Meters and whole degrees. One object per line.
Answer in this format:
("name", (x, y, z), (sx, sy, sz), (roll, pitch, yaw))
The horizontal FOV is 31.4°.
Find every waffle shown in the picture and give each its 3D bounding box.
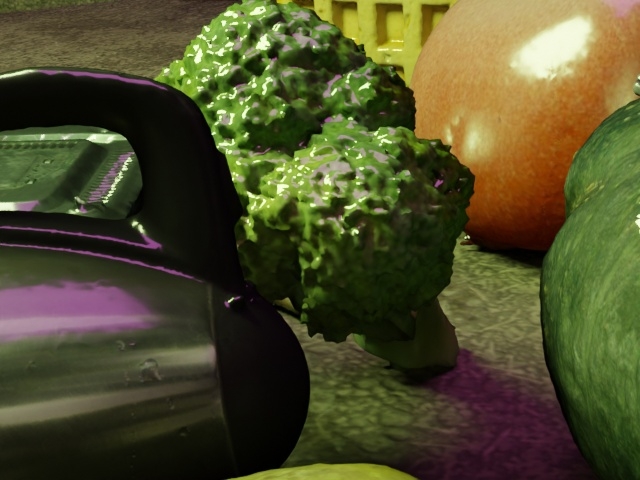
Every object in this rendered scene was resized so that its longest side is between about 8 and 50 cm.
("waffle", (0.064, -0.187, 1.289), (0.248, 0.221, 0.055), (7, 23, 25))

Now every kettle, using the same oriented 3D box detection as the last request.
("kettle", (-0.142, 0.068, 0.582), (0.271, 0.250, 0.207), (-8, -23, 0))

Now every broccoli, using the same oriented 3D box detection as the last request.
("broccoli", (-0.030, -0.012, 0.738), (0.186, 0.302, 0.254), (-40, 72, -20))

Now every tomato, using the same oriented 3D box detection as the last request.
("tomato", (0.245, -0.145, 1.059), (0.341, 0.272, 0.341), (-7, 18, 2))

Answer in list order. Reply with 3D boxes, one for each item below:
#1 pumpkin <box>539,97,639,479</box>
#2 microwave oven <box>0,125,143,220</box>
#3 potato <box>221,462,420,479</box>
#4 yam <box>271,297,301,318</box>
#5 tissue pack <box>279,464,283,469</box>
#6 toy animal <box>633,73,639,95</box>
("pumpkin", (0.267, 0.048, 0.584), (0.292, 0.257, 0.327), (-8, 28, -6))
("microwave oven", (-0.216, 0.026, 0.814), (0.238, 0.181, 0.295), (-3, 20, 2))
("potato", (-0.040, 0.171, 0.446), (0.197, 0.148, 0.228), (-28, -11, 38))
("yam", (-0.027, 0.054, 0.951), (0.014, 0.014, 0.107), (-17, 25, -33))
("tissue pack", (-0.070, 0.144, 0.685), (0.083, 0.035, 0.063), (-14, 23, -29))
("toy animal", (0.330, -0.097, 0.459), (0.284, 0.225, 0.302), (34, 23, 22))
